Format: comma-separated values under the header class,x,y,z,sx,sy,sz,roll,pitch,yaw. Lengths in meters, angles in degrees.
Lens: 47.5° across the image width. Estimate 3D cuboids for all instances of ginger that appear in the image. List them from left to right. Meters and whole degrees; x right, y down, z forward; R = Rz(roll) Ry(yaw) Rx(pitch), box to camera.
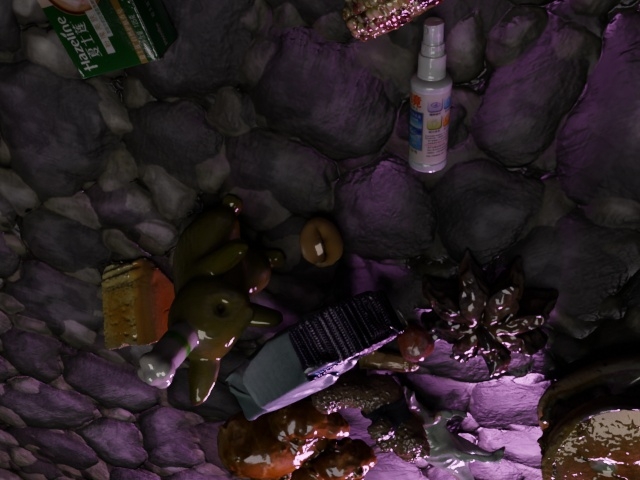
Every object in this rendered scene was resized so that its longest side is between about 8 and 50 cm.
class,x,y,z,sx,sy,sz,roll,pitch,yaw
ginger,-0.035,0.460,1.550,0.274,0.152,0.357,-29,120,10
ginger,0.118,0.227,1.376,0.137,0.044,0.057,12,114,2

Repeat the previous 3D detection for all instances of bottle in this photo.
class,x,y,z,sx,sy,sz,roll,pitch,yaw
bottle,0.151,-0.196,0.994,0.060,0.060,0.217,6,131,9

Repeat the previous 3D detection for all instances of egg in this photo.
class,x,y,z,sx,sy,sz,roll,pitch,yaw
egg,0.000,0.000,1.193,0.071,0.071,0.083,-2,114,16

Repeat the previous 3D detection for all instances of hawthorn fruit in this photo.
class,x,y,z,sx,sy,sz,roll,pitch,yaw
hawthorn fruit,0.165,0.168,1.310,0.066,0.067,0.103,-15,98,25

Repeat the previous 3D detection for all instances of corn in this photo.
class,x,y,z,sx,sy,sz,roll,pitch,yaw
corn,0.145,-0.334,0.857,0.290,0.098,0.098,-27,119,35

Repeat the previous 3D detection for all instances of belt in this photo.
class,x,y,z,sx,sy,sz,roll,pitch,yaw
belt,-0.020,0.195,1.241,0.325,0.260,0.122,-35,79,33

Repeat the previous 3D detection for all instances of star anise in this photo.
class,x,y,z,sx,sy,sz,roll,pitch,yaw
star anise,0.280,0.137,1.220,0.236,0.109,0.223,40,123,-17

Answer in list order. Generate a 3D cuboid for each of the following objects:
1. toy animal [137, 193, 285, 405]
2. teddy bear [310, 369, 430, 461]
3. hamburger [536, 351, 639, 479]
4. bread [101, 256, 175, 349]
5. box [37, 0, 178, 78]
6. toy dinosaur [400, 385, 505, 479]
class,x,y,z,sx,sy,sz,roll,pitch,yaw
toy animal,-0.158,0.101,1.144,0.180,0.363,0.181,-21,127,12
teddy bear,0.105,0.314,1.370,0.251,0.182,0.129,36,108,3
hamburger,0.525,0.354,1.282,0.276,0.195,0.318,-10,124,25
bread,-0.325,0.124,1.392,0.140,0.169,0.160,-13,166,24
box,-0.299,-0.331,0.979,0.135,0.081,0.199,-9,125,21
toy dinosaur,0.281,0.434,1.466,0.205,0.092,0.393,0,128,27
